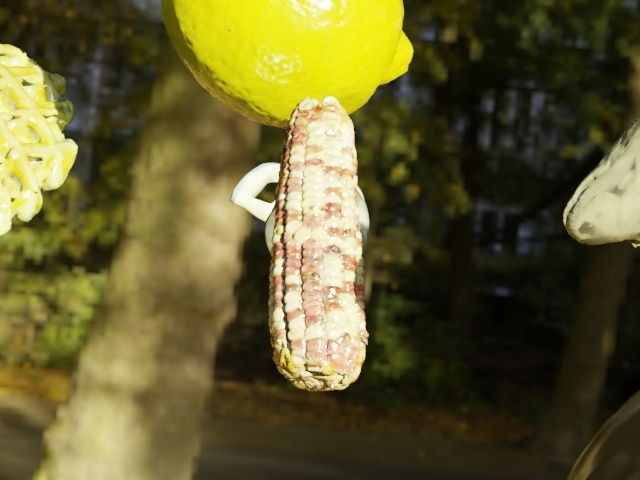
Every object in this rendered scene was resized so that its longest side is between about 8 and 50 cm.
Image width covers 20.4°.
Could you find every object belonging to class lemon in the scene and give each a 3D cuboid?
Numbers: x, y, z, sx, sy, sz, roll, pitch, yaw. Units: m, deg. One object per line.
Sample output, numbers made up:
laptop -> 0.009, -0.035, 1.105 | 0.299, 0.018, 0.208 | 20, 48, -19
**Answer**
lemon -> -0.037, -0.194, 1.512 | 0.248, 0.184, 0.184 | 27, -5, -10

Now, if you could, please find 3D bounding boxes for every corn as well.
corn -> 0.000, 0.000, 1.398 | 0.080, 0.237, 0.079 | 2, -17, 1

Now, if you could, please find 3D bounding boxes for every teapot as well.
teapot -> -0.013, -0.024, 1.963 | 0.149, 0.111, 0.108 | 3, 31, 18

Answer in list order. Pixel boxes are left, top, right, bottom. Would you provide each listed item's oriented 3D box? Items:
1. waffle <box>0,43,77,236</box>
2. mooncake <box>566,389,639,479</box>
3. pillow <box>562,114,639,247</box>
waffle -> -0.383, -0.134, 1.699 | 0.317, 0.073, 0.297 | 26, 36, -10
mooncake -> 0.291, 0.255, 0.787 | 0.467, 0.467, 0.262 | 6, 12, 12
pillow -> 0.256, -0.078, 1.112 | 0.093, 0.241, 0.051 | 36, 9, -31
